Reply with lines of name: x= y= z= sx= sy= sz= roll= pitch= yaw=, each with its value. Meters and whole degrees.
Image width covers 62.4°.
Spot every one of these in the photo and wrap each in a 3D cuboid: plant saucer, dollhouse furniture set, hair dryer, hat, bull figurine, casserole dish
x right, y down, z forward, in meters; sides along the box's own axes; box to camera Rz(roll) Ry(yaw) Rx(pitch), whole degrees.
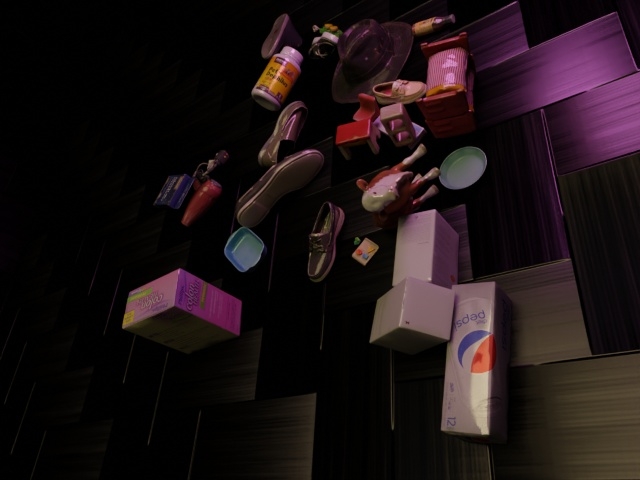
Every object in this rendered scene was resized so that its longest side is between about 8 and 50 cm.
plant saucer: x=0.345 y=-0.170 z=1.271 sx=0.119 sy=0.021 sz=0.119 roll=-21 pitch=52 yaw=30
dollhouse furniture set: x=0.212 y=-0.367 z=1.380 sx=0.375 sy=0.152 sz=0.201 roll=-8 pitch=58 yaw=27
hair dryer: x=-0.426 y=-0.178 z=1.928 sx=0.224 sy=0.080 sz=0.293 roll=-19 pitch=45 yaw=52
hat: x=0.131 y=-0.593 z=1.653 sx=0.332 sy=0.134 sz=0.331 roll=-21 pitch=52 yaw=29
bull figurine: x=0.175 y=-0.108 z=1.200 sx=0.189 sy=0.310 sz=0.101 roll=-35 pitch=78 yaw=-1
casserole dish: x=-0.226 y=0.032 z=1.624 sx=0.114 sy=0.037 sz=0.188 roll=-53 pitch=42 yaw=0

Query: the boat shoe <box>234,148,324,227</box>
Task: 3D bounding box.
boat shoe: x=-0.139 y=-0.178 z=1.628 sx=0.335 sy=0.112 sz=0.095 roll=-40 pitch=41 yaw=12

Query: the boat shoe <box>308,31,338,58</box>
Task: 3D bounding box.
boat shoe: x=0.016 y=-0.661 z=1.822 sx=0.070 sy=0.078 sz=0.219 roll=-62 pitch=20 yaw=3

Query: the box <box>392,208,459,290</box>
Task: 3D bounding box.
box: x=0.233 y=0.041 z=1.151 sx=0.091 sy=0.130 sz=0.170 roll=-10 pitch=57 yaw=35

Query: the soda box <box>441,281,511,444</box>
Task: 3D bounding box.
soda box: x=0.298 y=0.227 z=0.998 sx=0.091 sy=0.098 sz=0.286 roll=-9 pitch=57 yaw=37

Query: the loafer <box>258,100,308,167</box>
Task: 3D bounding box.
loafer: x=-0.105 y=-0.338 z=1.734 sx=0.087 sy=0.094 sz=0.251 roll=27 pitch=87 yaw=35

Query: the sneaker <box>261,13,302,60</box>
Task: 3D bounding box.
sneaker: x=-0.135 y=-0.732 z=1.976 sx=0.083 sy=0.118 sz=0.221 roll=-5 pitch=55 yaw=41

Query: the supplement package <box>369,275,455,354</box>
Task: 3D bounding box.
supplement package: x=0.183 y=0.158 z=1.075 sx=0.179 sy=0.105 sz=0.105 roll=123 pitch=163 yaw=-66

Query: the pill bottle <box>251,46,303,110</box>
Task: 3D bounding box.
pill bottle: x=-0.149 y=-0.582 z=1.897 sx=0.117 sy=0.117 sz=0.214 roll=20 pitch=78 yaw=46

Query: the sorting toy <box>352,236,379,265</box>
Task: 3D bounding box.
sorting toy: x=0.106 y=0.022 z=1.359 sx=0.062 sy=0.012 sz=0.083 roll=-54 pitch=43 yaw=0

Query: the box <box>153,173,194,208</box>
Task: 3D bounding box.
box: x=-0.565 y=-0.188 z=2.031 sx=0.225 sy=0.037 sz=0.136 roll=6 pitch=67 yaw=55

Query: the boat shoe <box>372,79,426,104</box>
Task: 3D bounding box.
boat shoe: x=0.223 y=-0.431 z=1.519 sx=0.170 sy=0.059 sz=0.062 roll=2 pitch=65 yaw=42

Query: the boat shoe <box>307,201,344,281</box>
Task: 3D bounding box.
boat shoe: x=0.001 y=-0.001 z=1.420 sx=0.080 sy=0.073 sz=0.223 roll=-1 pitch=63 yaw=41

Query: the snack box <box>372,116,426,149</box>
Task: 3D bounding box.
snack box: x=0.216 y=-0.313 z=1.475 sx=0.064 sy=0.022 sz=0.178 roll=-48 pitch=43 yaw=3

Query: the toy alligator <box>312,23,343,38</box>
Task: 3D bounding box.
toy alligator: x=0.036 y=-0.749 z=1.900 sx=0.052 sy=0.056 sz=0.189 roll=-16 pitch=37 yaw=-22

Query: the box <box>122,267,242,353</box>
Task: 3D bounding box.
box: x=-0.385 y=0.208 z=1.495 sx=0.214 sy=0.243 sz=0.117 roll=-24 pitch=50 yaw=29

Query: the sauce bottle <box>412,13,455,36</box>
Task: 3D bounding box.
sauce bottle: x=0.337 y=-0.642 z=1.573 sx=0.128 sy=0.042 sz=0.042 roll=-3 pitch=62 yaw=38
